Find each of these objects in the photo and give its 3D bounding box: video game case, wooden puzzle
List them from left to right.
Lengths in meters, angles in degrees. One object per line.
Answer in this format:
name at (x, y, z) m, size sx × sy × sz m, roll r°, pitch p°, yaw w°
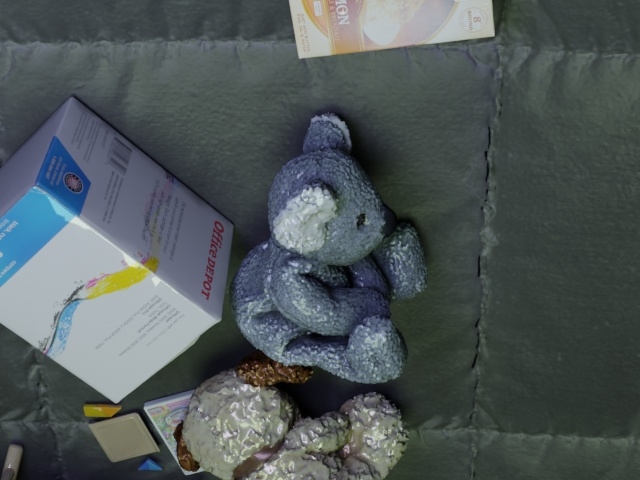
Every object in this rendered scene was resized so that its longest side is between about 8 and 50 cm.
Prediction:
wooden puzzle at (-0.240, 0.239, 1.608) m, size 0.079 × 0.014 × 0.116 m, roll -7°, pitch 125°, yaw 13°
video game case at (-0.150, 0.233, 1.599) m, size 0.087 × 0.011 × 0.122 m, roll -17°, pitch 123°, yaw 14°

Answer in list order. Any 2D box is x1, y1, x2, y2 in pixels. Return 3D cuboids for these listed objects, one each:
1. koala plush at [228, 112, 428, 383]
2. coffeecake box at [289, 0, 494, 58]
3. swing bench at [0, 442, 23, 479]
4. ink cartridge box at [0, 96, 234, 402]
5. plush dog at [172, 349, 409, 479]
koala plush at (0.000, 0.000, 1.323) m, size 0.203 × 0.196 × 0.221 m, roll 6°, pitch 130°, yaw 10°
coffeecake box at (0.062, -0.254, 1.206) m, size 0.185 × 0.068 × 0.142 m, roll -6°, pitch 124°, yaw 6°
swing bench at (-0.293, 0.417, 1.597) m, size 0.253 × 0.165 × 0.254 m, roll 13°, pitch 107°, yaw -4°
ink cartridge box at (-0.231, 0.013, 1.347) m, size 0.233 × 0.171 × 0.168 m, roll 39°, pitch 118°, yaw -22°
plush dog at (-0.062, 0.248, 1.507) m, size 0.225 × 0.210 × 0.262 m, roll 47°, pitch 113°, yaw 0°
